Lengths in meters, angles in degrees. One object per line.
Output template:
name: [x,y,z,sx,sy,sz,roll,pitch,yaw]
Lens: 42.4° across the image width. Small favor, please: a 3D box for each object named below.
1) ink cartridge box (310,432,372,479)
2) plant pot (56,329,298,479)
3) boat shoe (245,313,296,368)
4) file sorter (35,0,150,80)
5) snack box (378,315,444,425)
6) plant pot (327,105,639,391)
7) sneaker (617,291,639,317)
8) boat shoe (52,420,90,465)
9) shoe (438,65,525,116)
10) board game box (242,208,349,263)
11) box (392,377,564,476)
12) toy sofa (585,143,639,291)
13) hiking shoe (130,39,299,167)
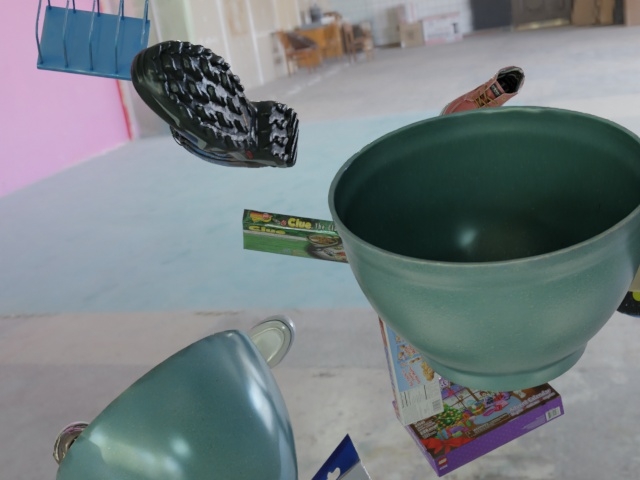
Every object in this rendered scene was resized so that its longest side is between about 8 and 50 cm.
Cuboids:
ink cartridge box: [0.055,0.446,1.115,0.065,0.165,0.332,0,43,-37]
plant pot: [-0.141,0.279,1.007,0.290,0.290,0.195,-26,66,-43]
boat shoe: [-0.133,0.224,1.493,0.226,0.083,0.076,-45,2,24]
file sorter: [-0.361,-0.339,1.319,0.170,0.118,0.104,6,-21,-12]
snack box: [0.126,0.170,1.134,0.064,0.178,0.022,-18,25,-11]
plant pot: [0.169,0.019,0.801,0.293,0.196,0.293,-10,31,6]
sneaker: [0.588,0.103,1.376,0.082,0.069,0.209,26,-22,-37]
boat shoe: [-0.336,0.449,1.425,0.117,0.324,0.097,-40,7,-20]
shoe: [0.281,-0.245,1.439,0.178,0.063,0.081,-35,-5,-28]
board game box: [0.000,0.000,1.375,0.260,0.030,0.136,8,-18,-2]
box: [0.322,0.346,1.713,0.293,0.057,0.201,-24,30,-10]
toy sofa: [0.406,-0.015,0.733,0.177,0.150,0.362,6,-2,-25]
hiking shoe: [-0.145,-0.144,1.011,0.132,0.113,0.304,-6,-16,26]
